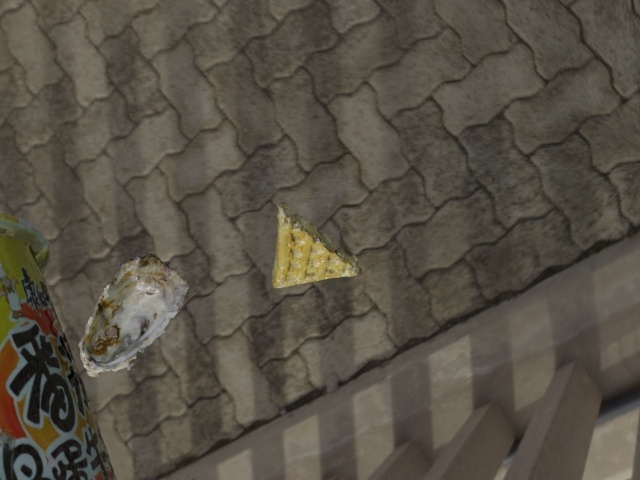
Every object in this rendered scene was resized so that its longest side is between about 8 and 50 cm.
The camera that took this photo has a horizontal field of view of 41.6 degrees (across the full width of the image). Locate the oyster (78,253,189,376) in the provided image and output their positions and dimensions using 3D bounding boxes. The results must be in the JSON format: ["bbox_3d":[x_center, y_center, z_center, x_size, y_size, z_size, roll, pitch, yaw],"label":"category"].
[{"bbox_3d":[-0.250,0.101,1.101,0.056,0.105,0.177,15,78,55],"label":"oyster"}]

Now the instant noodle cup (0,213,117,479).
[{"bbox_3d":[-0.206,0.135,0.377,0.264,0.264,0.200,-31,83,22],"label":"instant noodle cup"}]

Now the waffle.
[{"bbox_3d":[0.000,0.000,0.830,0.097,0.153,0.023,-10,61,-10],"label":"waffle"}]
